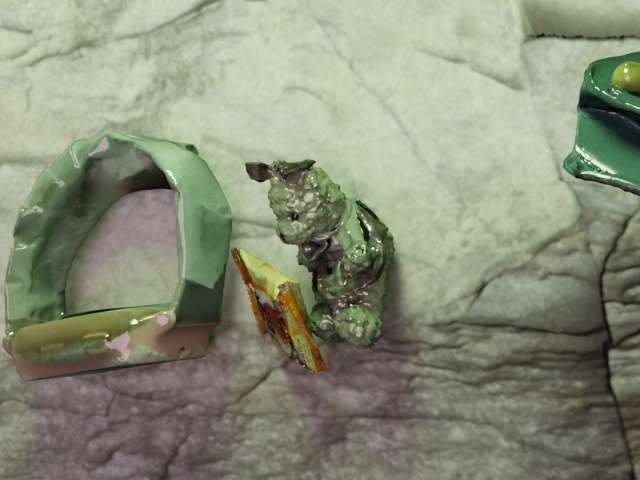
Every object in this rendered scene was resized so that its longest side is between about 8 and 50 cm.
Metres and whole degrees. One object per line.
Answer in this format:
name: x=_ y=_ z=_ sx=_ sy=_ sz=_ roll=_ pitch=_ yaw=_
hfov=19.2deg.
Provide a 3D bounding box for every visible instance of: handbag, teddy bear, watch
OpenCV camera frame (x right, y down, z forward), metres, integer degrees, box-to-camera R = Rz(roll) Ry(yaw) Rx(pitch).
handbag: x=0.359 y=-0.095 z=1.571 sx=0.268 sy=0.274 sz=0.100 roll=20 pitch=115 yaw=24
teddy bear: x=0.018 y=-0.004 z=1.831 sx=0.133 sy=0.111 sz=0.213 roll=14 pitch=131 yaw=60
watch: x=-0.211 y=0.011 z=1.926 sx=0.253 sy=0.161 sz=0.241 roll=-10 pitch=87 yaw=27

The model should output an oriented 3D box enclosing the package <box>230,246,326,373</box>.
package: x=-0.043 y=0.069 z=1.875 sx=0.120 sy=0.031 sz=0.108 roll=32 pitch=146 yaw=55
